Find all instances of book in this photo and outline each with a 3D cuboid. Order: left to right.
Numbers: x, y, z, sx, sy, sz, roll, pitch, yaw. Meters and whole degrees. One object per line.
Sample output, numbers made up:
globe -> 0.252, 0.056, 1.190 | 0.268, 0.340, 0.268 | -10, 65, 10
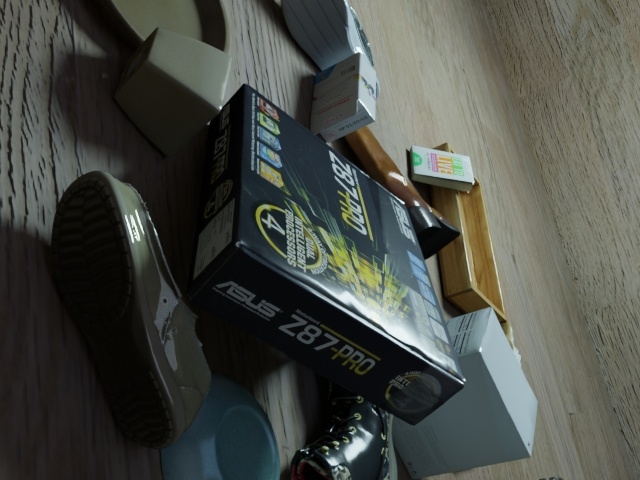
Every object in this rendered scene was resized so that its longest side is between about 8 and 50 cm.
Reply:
book -> 0.281, -0.170, 1.672 | 0.144, 0.035, 0.096 | 9, 51, -9

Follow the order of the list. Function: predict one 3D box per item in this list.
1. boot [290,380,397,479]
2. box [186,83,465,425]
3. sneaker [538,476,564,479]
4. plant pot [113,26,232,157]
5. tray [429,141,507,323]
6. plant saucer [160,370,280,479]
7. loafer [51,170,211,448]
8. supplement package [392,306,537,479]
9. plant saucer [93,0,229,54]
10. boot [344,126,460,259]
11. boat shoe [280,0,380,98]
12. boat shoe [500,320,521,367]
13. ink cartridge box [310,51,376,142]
boot -> 0.028, 0.245, 0.934 | 0.178, 0.085, 0.237 | 5, 74, -61
box -> 0.000, 0.000, 0.889 | 0.318, 0.097, 0.395 | 36, 24, -24
sneaker -> 0.496, 0.648, 1.451 | 0.146, 0.134, 0.343 | 61, 27, -15
plant pot -> -0.183, -0.188, 0.861 | 0.096, 0.109, 0.109 | 34, 42, -30
tray -> 0.345, -0.014, 1.720 | 0.203, 0.076, 0.411 | 38, 39, -44
plant saucer -> -0.094, 0.235, 0.785 | 0.195, 0.037, 0.195 | 42, 37, -42
loafer -> -0.179, 0.063, 0.696 | 0.092, 0.101, 0.269 | -24, 102, -64
supplement package -> 0.212, 0.245, 1.149 | 0.194, 0.203, 0.149 | 63, 28, -12
plant saucer -> -0.225, -0.344, 0.959 | 0.278, 0.041, 0.278 | 40, 39, -43
boot -> 0.148, -0.101, 1.419 | 0.280, 0.096, 0.264 | 58, 22, 21
boat shoe -> 0.015, -0.408, 1.383 | 0.119, 0.121, 0.335 | -94, 160, -45
boat shoe -> 0.405, 0.278, 1.589 | 0.096, 0.098, 0.277 | 62, 27, -11
ink cartridge box -> 0.042, -0.250, 1.304 | 0.061, 0.104, 0.181 | 45, 36, -37
